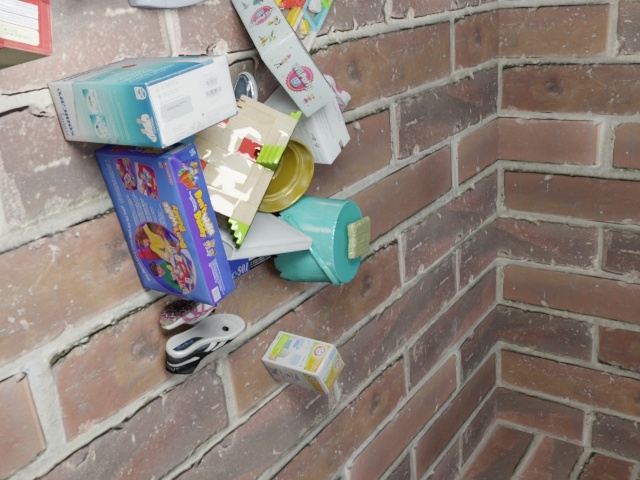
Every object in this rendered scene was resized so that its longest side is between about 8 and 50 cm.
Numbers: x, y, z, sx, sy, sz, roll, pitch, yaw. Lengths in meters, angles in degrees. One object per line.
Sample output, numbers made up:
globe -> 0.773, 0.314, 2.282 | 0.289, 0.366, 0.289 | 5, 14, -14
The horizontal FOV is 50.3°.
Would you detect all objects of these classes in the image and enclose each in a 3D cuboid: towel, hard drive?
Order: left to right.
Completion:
hard drive -> -0.187, -0.022, 1.722 | 0.307, 0.203, 0.040 | -6, 121, -55
towel -> 0.111, -0.007, 1.964 | 0.148, 0.027, 0.110 | -25, 118, -64

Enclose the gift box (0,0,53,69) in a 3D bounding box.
gift box -> -0.582, -0.362, 1.015 | 0.255, 0.258, 0.276 | 4, 87, -56

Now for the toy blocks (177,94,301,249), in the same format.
toy blocks -> -0.232, -0.198, 1.590 | 0.191, 0.261, 0.381 | 128, -15, -71

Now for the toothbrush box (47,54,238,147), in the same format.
toothbrush box -> -0.348, -0.280, 1.345 | 0.216, 0.295, 0.126 | -37, 125, -44

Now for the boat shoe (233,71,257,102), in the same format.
boat shoe -> -0.211, -0.337, 1.731 | 0.083, 0.065, 0.183 | -10, 107, -55

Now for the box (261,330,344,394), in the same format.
box -> -0.050, 0.358, 2.007 | 0.114, 0.203, 0.103 | -56, 139, -31

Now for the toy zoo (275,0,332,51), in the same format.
toy zoo -> -0.058, -0.651, 1.908 | 0.192, 0.030, 0.293 | 47, 60, -49

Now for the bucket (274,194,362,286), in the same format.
bucket -> 0.000, 0.000, 1.974 | 0.281, 0.183, 0.281 | 4, 90, -65

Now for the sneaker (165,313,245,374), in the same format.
sneaker -> -0.296, 0.265, 1.716 | 0.217, 0.079, 0.121 | -18, 144, -35

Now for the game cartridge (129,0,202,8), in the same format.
game cartridge -> -0.319, -0.626, 1.520 | 0.297, 0.062, 0.198 | -39, 124, -44

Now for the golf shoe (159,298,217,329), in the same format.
golf shoe -> -0.320, 0.182, 1.695 | 0.186, 0.067, 0.086 | -32, 125, -48

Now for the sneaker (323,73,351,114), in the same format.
sneaker -> 0.003, -0.409, 1.992 | 0.252, 0.103, 0.111 | 21, 79, -54

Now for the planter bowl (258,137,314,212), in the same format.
planter bowl -> -0.132, -0.191, 1.832 | 0.217, 0.090, 0.217 | -22, 132, -26

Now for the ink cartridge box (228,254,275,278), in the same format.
ink cartridge box -> -0.205, 0.031, 1.844 | 0.207, 0.046, 0.097 | -29, 121, -49

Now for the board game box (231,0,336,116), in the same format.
board game box -> -0.096, -0.481, 1.675 | 0.097, 0.303, 0.224 | -34, 139, 8

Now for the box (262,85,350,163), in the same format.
box -> -0.042, -0.320, 1.877 | 0.119, 0.182, 0.181 | -55, 138, -32

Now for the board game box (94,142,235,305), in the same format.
board game box -> -0.333, -0.041, 1.477 | 0.078, 0.233, 0.347 | -41, 130, -43
